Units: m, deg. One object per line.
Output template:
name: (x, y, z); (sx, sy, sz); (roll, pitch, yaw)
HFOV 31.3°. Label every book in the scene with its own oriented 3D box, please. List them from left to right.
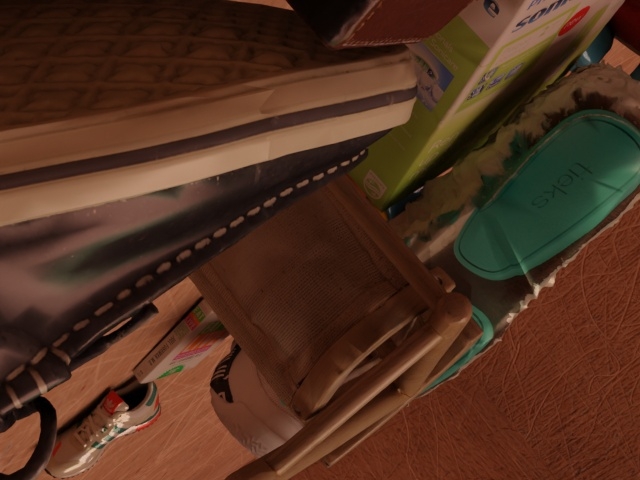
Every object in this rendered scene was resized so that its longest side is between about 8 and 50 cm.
book: (-0.144, 0.108, 1.328); (0.144, 0.035, 0.096); (-45, 163, 30)

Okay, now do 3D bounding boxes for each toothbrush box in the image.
toothbrush box: (0.125, -0.175, 0.865); (0.206, 0.122, 0.283); (-33, 165, -31)

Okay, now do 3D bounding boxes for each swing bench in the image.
swing bench: (-0.034, 0.007, 0.731); (0.165, 0.253, 0.255); (-41, 169, 6)

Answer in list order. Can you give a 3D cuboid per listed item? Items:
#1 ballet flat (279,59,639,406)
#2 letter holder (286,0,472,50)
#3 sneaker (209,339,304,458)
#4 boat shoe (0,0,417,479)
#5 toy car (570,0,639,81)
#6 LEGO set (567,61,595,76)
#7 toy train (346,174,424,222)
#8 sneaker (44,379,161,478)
ballet flat: (0.120, 0.005, 0.946); (0.409, 0.147, 0.147); (-42, 169, 29)
letter holder: (0.097, -0.239, 0.476); (0.302, 0.152, 0.214); (-45, 169, 25)
sneaker: (-0.005, 0.103, 1.319); (0.210, 0.137, 0.366); (-49, -170, 18)
boat shoe: (-0.169, 0.015, 0.451); (0.500, 0.187, 0.156); (-26, 126, -32)
toy car: (0.309, -0.255, 0.986); (0.219, 0.210, 0.238); (-49, 156, -3)
LEGO set: (0.208, -0.130, 0.961); (0.083, 0.023, 0.054); (-34, 175, 38)
toy train: (0.000, 0.000, 1.075); (0.248, 0.143, 0.105); (-37, 168, -13)
sneaker: (-0.256, 0.210, 1.331); (0.161, 0.057, 0.075); (-31, 149, -30)
